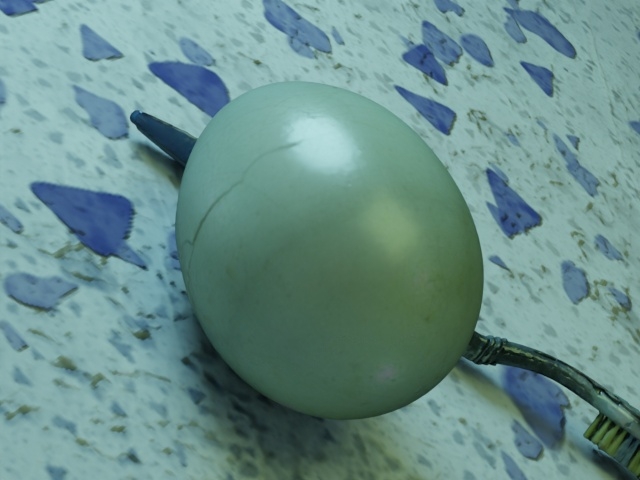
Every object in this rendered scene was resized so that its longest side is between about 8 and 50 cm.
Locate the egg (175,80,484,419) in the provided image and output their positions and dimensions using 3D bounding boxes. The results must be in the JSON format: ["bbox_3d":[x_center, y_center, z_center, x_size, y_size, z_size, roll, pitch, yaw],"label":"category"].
[{"bbox_3d":[0.000,0.000,0.853,0.151,0.151,0.209,17,28,-37],"label":"egg"}]

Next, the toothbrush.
[{"bbox_3d":[0.059,0.037,0.993,0.413,0.042,0.035,34,-8,-12],"label":"toothbrush"}]
